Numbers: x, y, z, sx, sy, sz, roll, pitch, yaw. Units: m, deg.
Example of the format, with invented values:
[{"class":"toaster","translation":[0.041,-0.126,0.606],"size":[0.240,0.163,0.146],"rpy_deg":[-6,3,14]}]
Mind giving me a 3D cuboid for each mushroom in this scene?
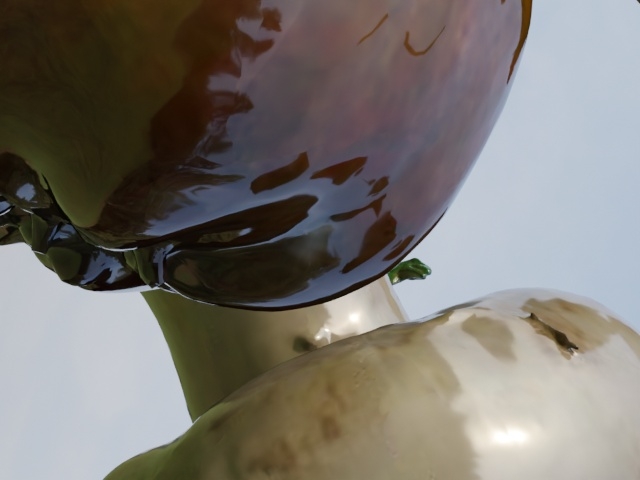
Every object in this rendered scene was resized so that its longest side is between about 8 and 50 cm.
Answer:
[{"class":"mushroom","translation":[0.011,0.093,0.778],"size":[0.297,0.297,0.290],"rpy_deg":[-43,-114,56]}]

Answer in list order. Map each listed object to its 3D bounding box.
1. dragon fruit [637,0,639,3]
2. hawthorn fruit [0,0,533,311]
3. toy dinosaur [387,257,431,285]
[{"class":"dragon fruit","translation":[0.261,-0.198,0.961],"size":[0.261,0.189,0.163],"rpy_deg":[-64,-147,11]},{"class":"hawthorn fruit","translation":[-0.039,-0.108,0.469],"size":[0.208,0.208,0.248],"rpy_deg":[153,-49,-66]},{"class":"toy dinosaur","translation":[0.000,0.000,0.929],"size":[0.060,0.120,0.029],"rpy_deg":[-33,143,-36]}]
